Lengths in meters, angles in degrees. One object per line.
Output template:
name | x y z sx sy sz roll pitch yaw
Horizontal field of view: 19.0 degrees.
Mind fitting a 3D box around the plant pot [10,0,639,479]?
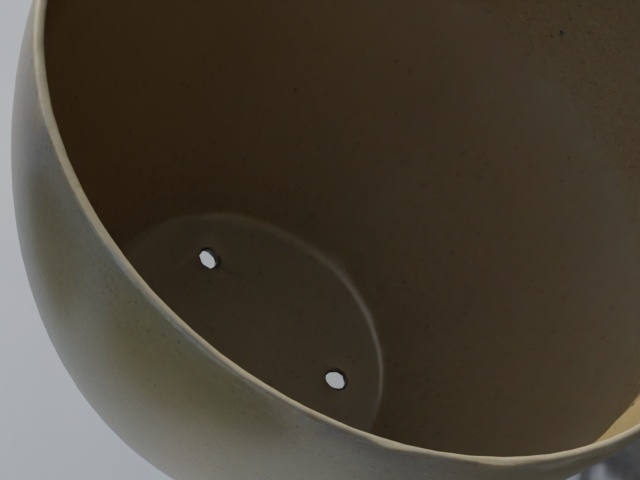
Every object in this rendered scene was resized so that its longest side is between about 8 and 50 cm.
plant pot | 0.000 0.000 0.762 0.191 0.284 0.284 126 160 -51
